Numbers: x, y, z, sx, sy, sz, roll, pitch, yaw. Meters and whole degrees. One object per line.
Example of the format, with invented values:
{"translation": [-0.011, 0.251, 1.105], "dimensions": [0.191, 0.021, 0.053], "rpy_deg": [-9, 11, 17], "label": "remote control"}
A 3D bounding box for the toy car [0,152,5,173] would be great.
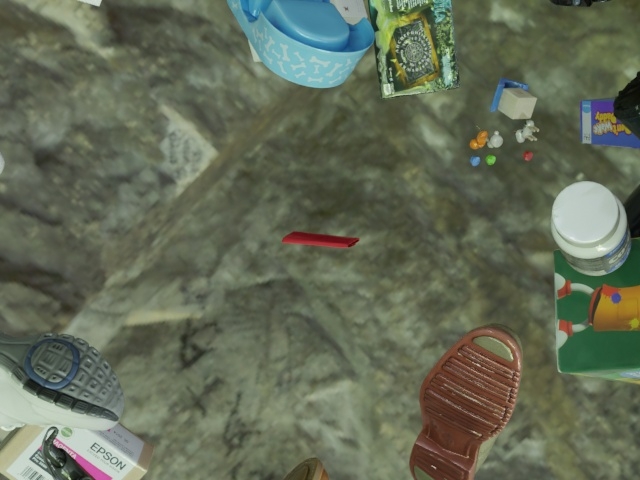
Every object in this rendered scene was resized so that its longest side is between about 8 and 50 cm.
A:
{"translation": [-0.734, -0.161, 2.039], "dimensions": [0.182, 0.159, 0.136], "rpy_deg": [58, 160, 11], "label": "toy car"}

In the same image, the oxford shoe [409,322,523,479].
{"translation": [0.211, 0.218, 1.411], "dimensions": [0.123, 0.348, 0.130], "rpy_deg": [31, -133, 15], "label": "oxford shoe"}

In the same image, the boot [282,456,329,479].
{"translation": [0.021, 0.415, 1.168], "dimensions": [0.220, 0.109, 0.283], "rpy_deg": [31, -135, -19], "label": "boot"}

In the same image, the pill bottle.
{"translation": [0.285, -0.013, 1.065], "dimensions": [0.078, 0.078, 0.137], "rpy_deg": [51, -173, 23], "label": "pill bottle"}

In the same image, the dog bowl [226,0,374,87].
{"translation": [-0.040, -0.324, 1.444], "dimensions": [0.165, 0.074, 0.297], "rpy_deg": [-3, -136, -29], "label": "dog bowl"}

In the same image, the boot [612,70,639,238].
{"translation": [0.435, -0.117, 1.294], "dimensions": [0.207, 0.246, 0.094], "rpy_deg": [34, -145, -27], "label": "boot"}

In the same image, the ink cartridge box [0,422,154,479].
{"translation": [-0.467, 0.409, 1.911], "dimensions": [0.234, 0.193, 0.088], "rpy_deg": [39, -163, -13], "label": "ink cartridge box"}

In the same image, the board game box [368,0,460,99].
{"translation": [0.141, -0.315, 1.532], "dimensions": [0.026, 0.126, 0.186], "rpy_deg": [-89, -9, -73], "label": "board game box"}

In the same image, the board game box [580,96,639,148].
{"translation": [0.662, -0.214, 1.745], "dimensions": [0.233, 0.347, 0.078], "rpy_deg": [-157, 61, -67], "label": "board game box"}

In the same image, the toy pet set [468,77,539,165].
{"translation": [0.269, -0.180, 1.519], "dimensions": [0.122, 0.114, 0.065], "rpy_deg": [-6, -146, -33], "label": "toy pet set"}

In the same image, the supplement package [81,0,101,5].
{"translation": [-0.508, -0.558, 1.758], "dimensions": [0.293, 0.178, 0.175], "rpy_deg": [8, -146, -38], "label": "supplement package"}

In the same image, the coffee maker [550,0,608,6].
{"translation": [0.374, -0.443, 1.497], "dimensions": [0.171, 0.120, 0.178], "rpy_deg": [29, 167, 21], "label": "coffee maker"}

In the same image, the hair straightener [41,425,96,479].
{"translation": [-0.222, 0.286, 1.075], "dimensions": [0.230, 0.047, 0.089], "rpy_deg": [59, 167, -26], "label": "hair straightener"}

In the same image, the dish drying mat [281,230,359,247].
{"translation": [0.000, 0.000, 1.125], "dimensions": [0.083, 0.008, 0.032], "rpy_deg": [6, -163, 28], "label": "dish drying mat"}

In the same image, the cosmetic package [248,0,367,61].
{"translation": [-0.034, -0.416, 1.834], "dimensions": [0.085, 0.231, 0.117], "rpy_deg": [-14, -91, -49], "label": "cosmetic package"}

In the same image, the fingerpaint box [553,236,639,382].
{"translation": [0.562, 0.099, 1.230], "dimensions": [0.444, 0.371, 0.163], "rpy_deg": [14, -108, -45], "label": "fingerpaint box"}

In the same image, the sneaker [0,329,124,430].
{"translation": [-0.380, 0.183, 1.280], "dimensions": [0.297, 0.129, 0.111], "rpy_deg": [15, -145, 16], "label": "sneaker"}
